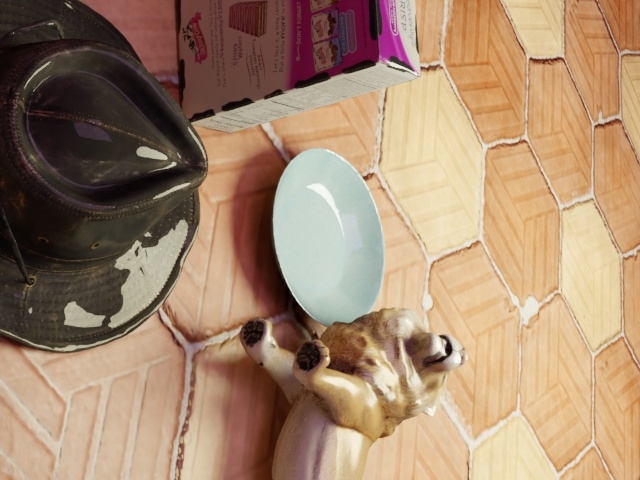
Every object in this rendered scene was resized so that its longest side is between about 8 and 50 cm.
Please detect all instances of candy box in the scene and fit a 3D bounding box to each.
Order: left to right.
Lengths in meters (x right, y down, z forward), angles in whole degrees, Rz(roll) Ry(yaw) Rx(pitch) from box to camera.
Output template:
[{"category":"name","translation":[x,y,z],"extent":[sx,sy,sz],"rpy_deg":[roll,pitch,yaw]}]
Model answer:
[{"category":"candy box","translation":[-0.027,-0.202,0.905],"extent":[0.071,0.233,0.159],"rpy_deg":[8,76,-52]}]

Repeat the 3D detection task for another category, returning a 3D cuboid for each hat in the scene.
[{"category":"hat","translation":[-0.179,-0.072,0.758],"extent":[0.331,0.134,0.331],"rpy_deg":[19,66,-49]}]

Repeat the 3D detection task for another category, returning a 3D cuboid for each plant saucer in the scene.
[{"category":"plant saucer","translation":[0.000,0.000,1.053],"extent":[0.195,0.037,0.195],"rpy_deg":[19,66,-50]}]

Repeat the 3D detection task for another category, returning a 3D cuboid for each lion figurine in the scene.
[{"category":"lion figurine","translation":[-0.001,0.225,0.938],"extent":[0.240,0.142,0.392],"rpy_deg":[44,65,-47]}]
